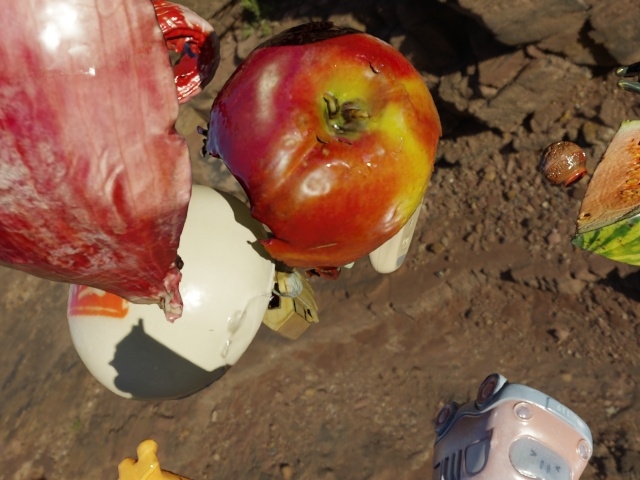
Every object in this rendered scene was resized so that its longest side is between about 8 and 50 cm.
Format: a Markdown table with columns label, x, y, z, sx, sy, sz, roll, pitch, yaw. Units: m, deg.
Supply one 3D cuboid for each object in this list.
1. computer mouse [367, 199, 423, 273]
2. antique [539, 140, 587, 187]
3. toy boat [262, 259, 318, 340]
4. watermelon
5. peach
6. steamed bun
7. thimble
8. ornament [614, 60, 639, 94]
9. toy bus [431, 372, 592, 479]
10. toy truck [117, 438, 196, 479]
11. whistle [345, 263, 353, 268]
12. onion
| label | x | y | z | sx | sy | sz | roll | pitch | yaw |
| --- | --- | --- | --- | --- | --- | --- | --- | --- | --- |
| computer mouse | 0.151 | -0.049 | 1.313 | 0.081 | 0.145 | 0.237 | 18 | 106 | 20 |
| antique | 0.528 | -0.169 | 1.405 | 0.104 | 0.104 | 0.104 | -35 | 35 | 29 |
| toy boat | -0.076 | 0.147 | 1.504 | 0.135 | 0.445 | 0.162 | -10 | 75 | 7 |
| watermelon | 0.495 | -0.082 | 0.928 | 0.303 | 0.159 | 0.128 | -52 | -8 | -33 |
| peach | 0.010 | -0.127 | 0.991 | 0.352 | 0.339 | 0.416 | -25 | -8 | -18 |
| steamed bun | -0.265 | 0.069 | 1.045 | 0.374 | 0.241 | 0.375 | -30 | 44 | 34 |
| thimble | -0.288 | -0.349 | 1.200 | 0.190 | 0.163 | 0.125 | -48 | 45 | -1 |
| ornament | 0.587 | -0.286 | 0.943 | 0.236 | 0.202 | 0.080 | 113 | 159 | -68 |
| toy bus | 0.309 | 0.393 | 1.098 | 0.294 | 0.197 | 0.232 | -51 | 7 | 47 |
| toy truck | -0.033 | 0.218 | 0.377 | 0.135 | 0.270 | 0.114 | -43 | 48 | 1 |
| whistle | 0.000 | 0.000 | 1.722 | 0.077 | 0.235 | 0.114 | -21 | 39 | 56 |
| onion | -0.168 | -0.051 | 0.377 | 0.120 | 0.284 | 0.227 | -36 | 27 | -32 |
